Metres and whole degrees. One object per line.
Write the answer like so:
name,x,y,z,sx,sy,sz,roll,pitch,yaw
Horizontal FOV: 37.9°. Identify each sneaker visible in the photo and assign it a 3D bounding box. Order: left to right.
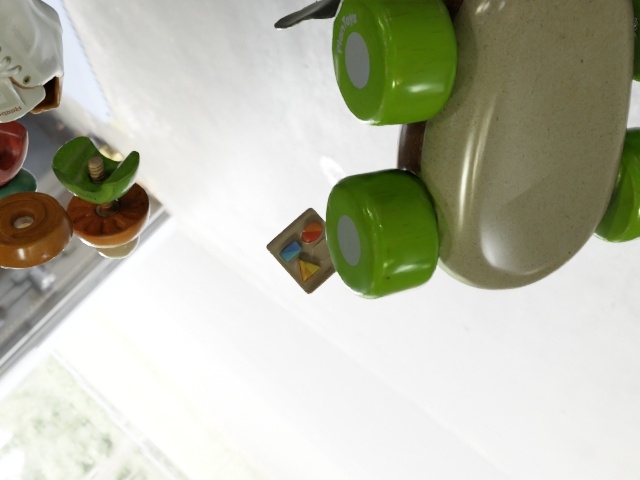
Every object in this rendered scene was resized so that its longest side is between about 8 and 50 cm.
sneaker,-0.304,-0.179,0.855,0.290,0.105,0.123,7,-107,-80

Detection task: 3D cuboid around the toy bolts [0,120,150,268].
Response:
toy bolts,-0.342,-0.023,1.121,0.228,0.218,0.158,19,139,18

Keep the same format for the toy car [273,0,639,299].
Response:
toy car,0.054,-0.079,0.432,0.188,0.155,0.149,-131,36,-52

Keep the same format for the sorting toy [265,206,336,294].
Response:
sorting toy,0.000,0.000,0.841,0.062,0.083,0.012,47,173,7
